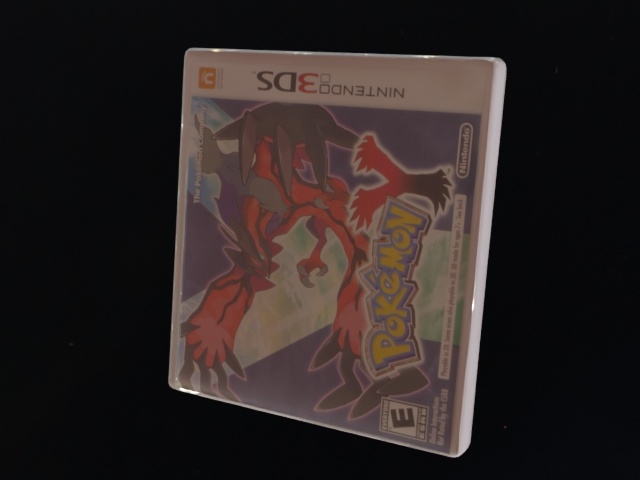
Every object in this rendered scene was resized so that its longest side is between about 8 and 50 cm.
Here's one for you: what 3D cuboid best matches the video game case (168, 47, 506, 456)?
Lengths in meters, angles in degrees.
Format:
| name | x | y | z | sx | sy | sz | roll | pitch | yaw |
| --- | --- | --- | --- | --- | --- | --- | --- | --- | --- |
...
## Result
| name | x | y | z | sx | sy | sz | roll | pitch | yaw |
| --- | --- | --- | --- | --- | --- | --- | --- | --- | --- |
| video game case | 0.000 | 0.000 | 0.478 | 0.184 | 0.023 | 0.201 | 8 | -81 | 27 |
